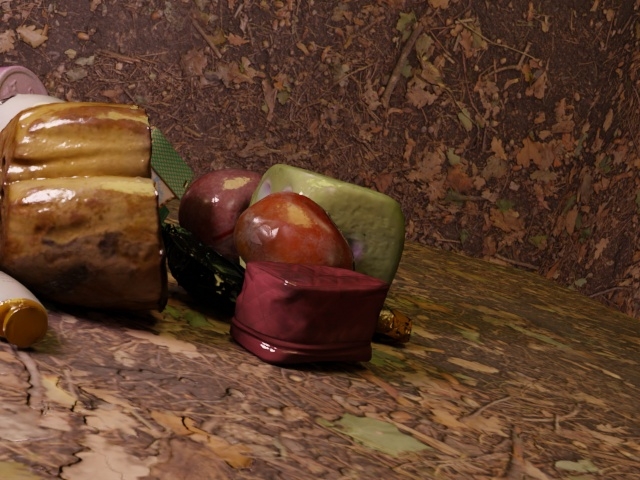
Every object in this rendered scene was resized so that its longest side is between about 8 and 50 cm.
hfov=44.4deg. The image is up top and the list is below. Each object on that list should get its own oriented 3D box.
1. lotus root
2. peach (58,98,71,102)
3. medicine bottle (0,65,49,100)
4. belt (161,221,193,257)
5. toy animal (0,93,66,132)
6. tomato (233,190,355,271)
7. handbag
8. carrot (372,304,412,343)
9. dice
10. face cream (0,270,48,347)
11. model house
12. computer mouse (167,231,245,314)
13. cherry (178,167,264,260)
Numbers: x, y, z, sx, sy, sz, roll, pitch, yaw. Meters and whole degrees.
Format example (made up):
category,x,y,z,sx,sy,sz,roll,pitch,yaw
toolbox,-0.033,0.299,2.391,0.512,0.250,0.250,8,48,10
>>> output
category,x,y,z,sx,sy,sz,roll,pitch,yaw
lotus root,-0.327,-0.050,1.072,0.250,0.316,0.316,1,12,-23
peach,-0.681,-0.226,1.924,0.281,0.238,0.281,-23,0,0
medicine bottle,-0.772,-0.259,1.693,0.326,0.212,0.212,-3,1,17
belt,-0.320,-0.004,1.656,0.105,0.058,0.140,18,5,-11
toy animal,-0.454,-0.098,1.266,0.213,0.266,0.212,21,5,-2
tomato,-0.061,0.013,1.295,0.214,0.180,0.155,45,7,33
handbag,-0.015,0.105,1.144,0.225,0.135,0.146,4,14,-43
carrot,0.049,0.133,1.390,0.229,0.069,0.069,15,6,-1
dice,0.000,0.000,1.546,0.254,0.252,0.250,15,7,-26
face cream,-0.370,0.073,0.916,0.072,0.051,0.182,12,6,-40
model house,-0.362,-0.112,1.556,0.178,0.206,0.271,52,0,-29
computer mouse,-0.185,0.065,1.302,0.146,0.077,0.242,20,12,-45
cherry,-0.199,-0.062,1.779,0.236,0.212,0.285,22,-7,-29
